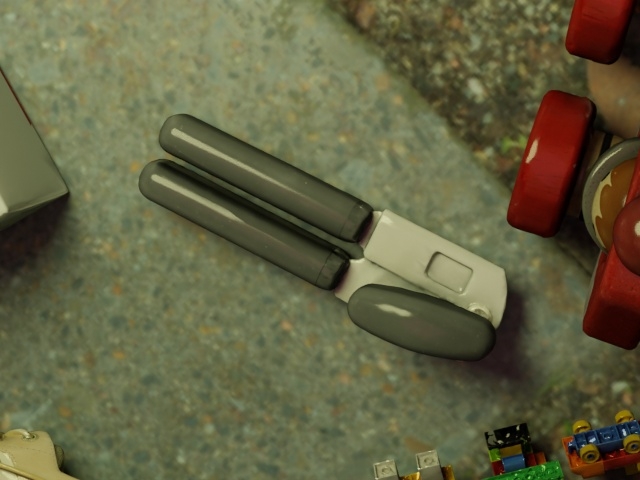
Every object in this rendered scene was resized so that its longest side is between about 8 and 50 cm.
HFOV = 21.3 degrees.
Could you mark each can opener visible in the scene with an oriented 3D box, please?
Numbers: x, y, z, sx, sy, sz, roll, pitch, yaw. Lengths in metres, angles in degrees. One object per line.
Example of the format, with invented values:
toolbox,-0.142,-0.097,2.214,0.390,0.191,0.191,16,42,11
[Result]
can opener,0.000,0.000,1.198,0.283,0.095,0.076,27,102,6

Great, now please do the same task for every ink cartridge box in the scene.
ink cartridge box,-0.303,-0.041,1.236,0.176,0.127,0.128,-28,93,14

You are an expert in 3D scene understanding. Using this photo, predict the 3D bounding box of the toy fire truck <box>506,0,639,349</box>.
toy fire truck,0.220,-0.076,1.061,0.169,0.254,0.302,18,101,8

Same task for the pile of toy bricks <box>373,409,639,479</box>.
pile of toy bricks,0.149,0.203,1.206,0.212,0.118,0.105,-13,128,4

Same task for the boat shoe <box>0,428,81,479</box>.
boat shoe,-0.227,0.195,1.279,0.302,0.109,0.098,23,63,8
